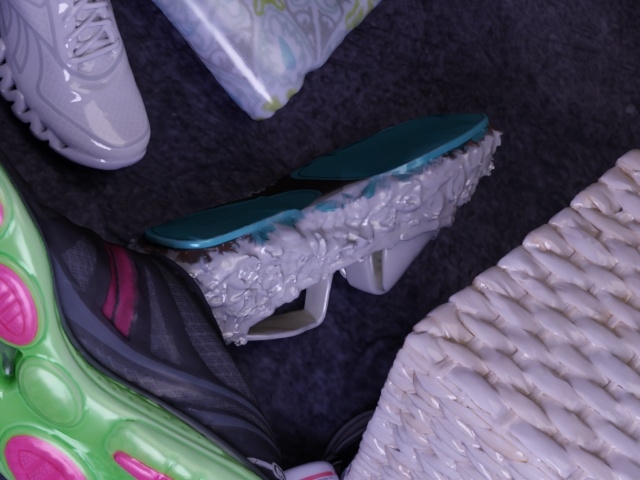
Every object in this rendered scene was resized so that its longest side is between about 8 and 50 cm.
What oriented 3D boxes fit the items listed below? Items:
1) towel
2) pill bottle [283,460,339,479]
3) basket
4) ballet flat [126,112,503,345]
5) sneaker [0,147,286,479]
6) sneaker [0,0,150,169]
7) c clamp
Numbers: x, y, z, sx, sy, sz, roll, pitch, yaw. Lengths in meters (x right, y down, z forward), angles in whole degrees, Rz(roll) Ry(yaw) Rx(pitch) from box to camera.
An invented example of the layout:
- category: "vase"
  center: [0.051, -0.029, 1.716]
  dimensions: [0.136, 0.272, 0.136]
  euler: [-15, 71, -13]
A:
- category: "towel"
  center: [-0.055, -0.332, 1.817]
  dimensions: [0.320, 0.090, 0.374]
  euler: [48, 50, -8]
- category: "pill bottle"
  center: [0.000, 0.265, 1.573]
  dimensions: [0.087, 0.087, 0.160]
  euler: [-10, 69, -40]
- category: "basket"
  center: [0.243, 0.157, 1.562]
  dimensions: [0.331, 0.266, 0.328]
  euler: [41, 58, 20]
- category: "ballet flat"
  center: [0.000, 0.000, 1.702]
  dimensions: [0.409, 0.147, 0.147]
  euler: [-23, 85, -38]
- category: "sneaker"
  center: [-0.196, 0.069, 1.440]
  dimensions: [0.483, 0.185, 0.202]
  euler: [53, 18, -19]
- category: "sneaker"
  center: [-0.220, -0.194, 1.612]
  dimensions: [0.110, 0.118, 0.292]
  euler: [-28, 89, -43]
- category: "c clamp"
  center: [0.056, 0.218, 1.653]
  dimensions: [0.137, 0.022, 0.161]
  euler: [-26, 62, -21]
